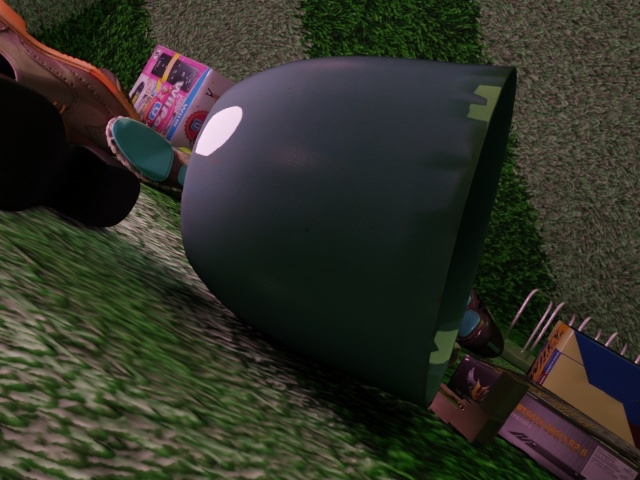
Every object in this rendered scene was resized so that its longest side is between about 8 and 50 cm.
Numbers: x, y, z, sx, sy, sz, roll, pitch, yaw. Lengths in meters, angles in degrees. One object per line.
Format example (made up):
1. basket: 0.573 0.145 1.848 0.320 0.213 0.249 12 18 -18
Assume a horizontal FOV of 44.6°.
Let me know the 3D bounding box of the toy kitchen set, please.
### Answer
1. toy kitchen set: 0.157 0.151 0.774 0.068 0.075 0.083 27 9 -46

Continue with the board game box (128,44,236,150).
1. board game box: -0.306 -0.272 1.635 0.097 0.224 0.303 28 4 -39

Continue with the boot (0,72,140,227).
1. boot: -0.323 -0.127 0.679 0.280 0.096 0.264 31 4 20

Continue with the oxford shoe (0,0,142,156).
1. oxford shoe: -0.430 -0.222 1.181 0.364 0.130 0.133 35 34 -29

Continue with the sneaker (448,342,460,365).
1. sneaker: 0.157 0.144 1.051 0.070 0.051 0.134 33 8 21

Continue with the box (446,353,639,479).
1. box: 0.277 0.222 0.882 0.231 0.056 0.183 34 6 40

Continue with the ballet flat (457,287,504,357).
1. ballet flat: 0.310 0.170 1.588 0.096 0.095 0.280 39 13 -10

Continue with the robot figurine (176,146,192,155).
1. robot figurine: -0.250 -0.133 1.430 0.101 0.067 0.115 -1 17 -21

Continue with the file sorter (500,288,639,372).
1. file sorter: 0.557 0.249 1.703 0.278 0.173 0.193 32 4 33

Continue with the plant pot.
1. plant pot: 0.021 -0.029 0.690 0.235 0.293 0.293 15 0 16

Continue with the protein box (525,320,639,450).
1. protein box: 0.500 0.259 1.418 0.200 0.136 0.201 30 4 9

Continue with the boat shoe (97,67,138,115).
1. boat shoe: -0.402 -0.253 1.479 0.120 0.122 0.324 31 4 -35

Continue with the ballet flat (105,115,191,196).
1. ballet flat: -0.246 -0.111 1.250 0.241 0.091 0.077 32 -28 -27
